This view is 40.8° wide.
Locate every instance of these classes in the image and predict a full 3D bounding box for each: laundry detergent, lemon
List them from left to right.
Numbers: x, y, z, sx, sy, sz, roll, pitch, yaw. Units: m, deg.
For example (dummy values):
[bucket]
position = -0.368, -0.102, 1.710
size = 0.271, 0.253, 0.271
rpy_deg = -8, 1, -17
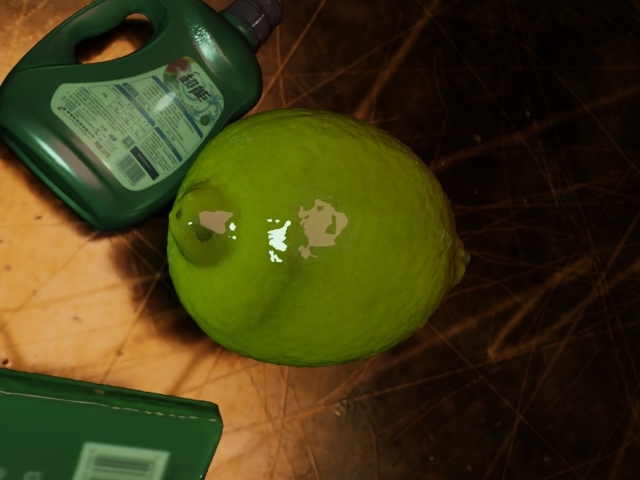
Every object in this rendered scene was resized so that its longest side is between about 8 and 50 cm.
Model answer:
[laundry detergent]
position = -0.120, -0.121, 0.633
size = 0.144, 0.078, 0.221
rpy_deg = 44, 71, -9
[lemon]
position = 0.000, 0.000, 0.614
size = 0.248, 0.184, 0.184
rpy_deg = 11, 80, -35

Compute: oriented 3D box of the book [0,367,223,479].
[book]
position = -0.269, 0.174, 0.491
size = 0.371, 0.043, 0.260
rpy_deg = 14, 110, -22
